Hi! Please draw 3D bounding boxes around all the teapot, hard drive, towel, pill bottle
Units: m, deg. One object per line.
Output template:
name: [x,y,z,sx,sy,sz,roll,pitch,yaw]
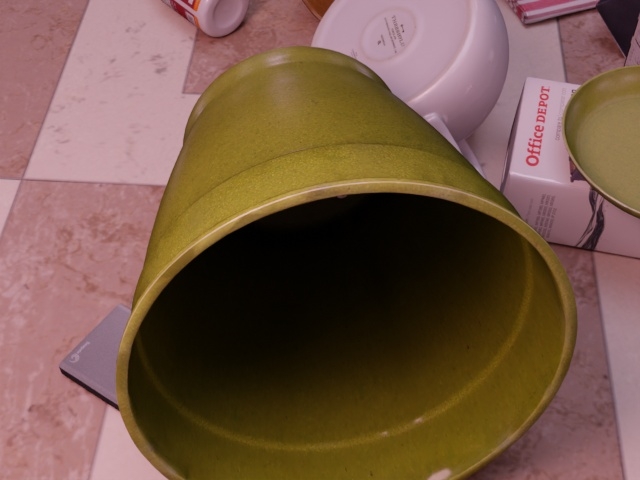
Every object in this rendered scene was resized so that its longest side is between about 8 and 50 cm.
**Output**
teapot: [0.123,-0.192,1.146,0.253,0.187,0.256,17,77,38]
hard drive: [-0.180,0.129,0.968,0.135,0.022,0.094,27,55,21]
towel: [0.318,-0.389,1.406,0.144,0.029,0.197,-16,54,-13]
pill bottle: [-0.176,-0.352,1.334,0.086,0.086,0.152,-35,58,-26]

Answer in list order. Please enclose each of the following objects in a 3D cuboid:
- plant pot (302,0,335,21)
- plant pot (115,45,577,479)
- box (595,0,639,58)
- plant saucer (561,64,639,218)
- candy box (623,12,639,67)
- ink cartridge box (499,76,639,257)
plant pot: [0.089,-0.406,1.310,0.254,0.237,0.237,-42,60,-14]
plant pot: [0.000,0.000,0.896,0.367,0.366,0.353,-7,38,-5]
box: [0.475,-0.334,1.264,0.158,0.093,0.156,-12,30,52]
plant saucer: [0.372,-0.094,1.016,0.241,0.037,0.240,1,51,-1]
candy box: [0.459,-0.240,1.142,0.159,0.233,0.071,-6,51,-4]
ink cartridge box: [0.330,-0.079,1.093,0.237,0.100,0.171,11,50,9]
